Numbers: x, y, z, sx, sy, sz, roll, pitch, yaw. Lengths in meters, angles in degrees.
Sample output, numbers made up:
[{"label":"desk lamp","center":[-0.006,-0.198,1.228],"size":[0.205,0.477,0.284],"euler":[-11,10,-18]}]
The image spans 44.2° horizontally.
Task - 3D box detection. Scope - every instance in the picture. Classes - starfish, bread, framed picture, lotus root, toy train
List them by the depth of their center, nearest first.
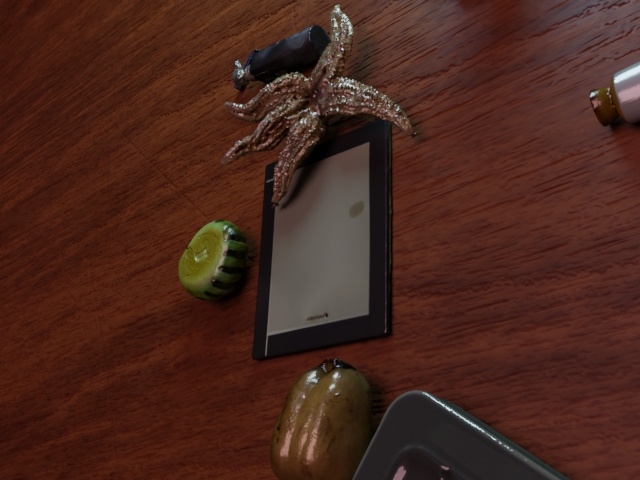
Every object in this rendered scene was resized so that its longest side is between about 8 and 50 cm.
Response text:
[{"label":"lotus root","center":[0.000,0.262,1.014],"size":[0.125,0.118,0.221],"euler":[-12,56,50]},{"label":"framed picture","center":[0.000,0.000,1.210],"size":[0.265,0.016,0.347],"euler":[-17,60,37]},{"label":"starfish","center":[-0.025,-0.187,1.251],"size":[0.293,0.084,0.302],"euler":[-35,62,15]},{"label":"bread","center":[-0.176,0.034,1.320],"size":[0.130,0.071,0.139],"euler":[19,87,49]},{"label":"toy train","center":[-0.137,-0.321,1.483],"size":[0.017,0.017,0.083],"euler":[27,91,53]}]

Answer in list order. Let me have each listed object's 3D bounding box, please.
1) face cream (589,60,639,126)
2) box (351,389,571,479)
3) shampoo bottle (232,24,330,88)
[{"label":"face cream","center":[0.399,-0.183,0.892],"size":[0.182,0.051,0.072],"euler":[-21,59,34]},{"label":"box","center":[0.144,0.394,0.845],"size":[0.373,0.090,0.367],"euler":[27,91,45]},{"label":"shampoo bottle","center":[-0.077,-0.320,1.396],"size":[0.207,0.057,0.064],"euler":[-14,62,38]}]
